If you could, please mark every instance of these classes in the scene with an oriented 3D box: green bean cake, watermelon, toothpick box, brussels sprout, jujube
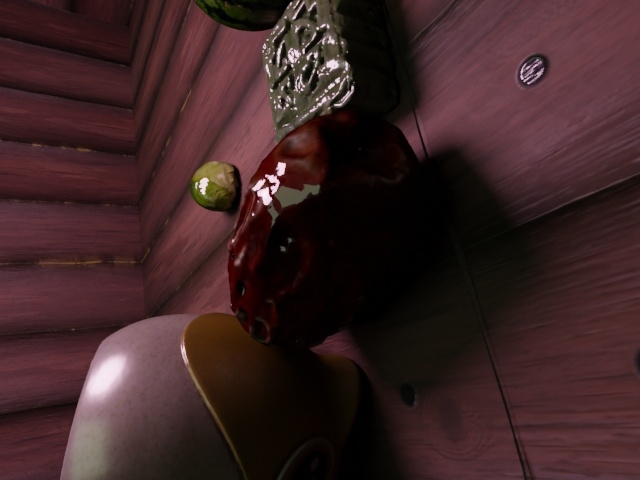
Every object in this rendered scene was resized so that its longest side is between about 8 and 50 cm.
[{"bbox_3d":[0.004,-0.295,0.742,0.241,0.132,0.255,-21,72,50],"label":"green bean cake"},{"bbox_3d":[-0.132,-0.563,0.812,0.285,0.285,0.285,-3,87,56],"label":"watermelon"},{"bbox_3d":[-0.170,0.334,0.716,0.409,0.425,0.409,-171,90,-72],"label":"toothpick box"},{"bbox_3d":[-0.313,-0.156,1.210,0.151,0.122,0.149,-27,70,54],"label":"brussels sprout"},{"bbox_3d":[0.000,0.000,0.615,0.258,0.258,0.377,51,128,44],"label":"jujube"}]
